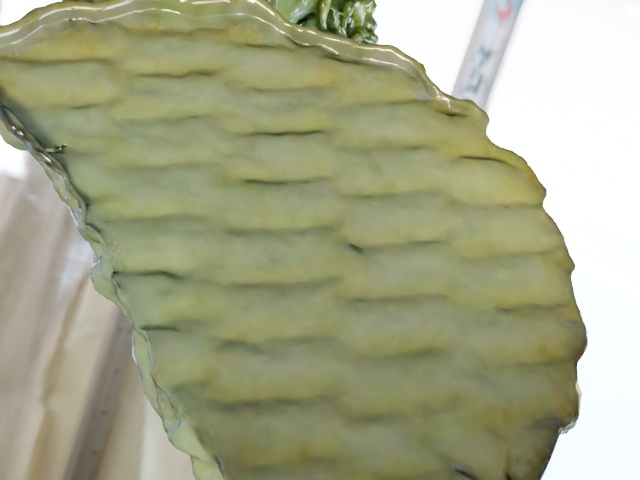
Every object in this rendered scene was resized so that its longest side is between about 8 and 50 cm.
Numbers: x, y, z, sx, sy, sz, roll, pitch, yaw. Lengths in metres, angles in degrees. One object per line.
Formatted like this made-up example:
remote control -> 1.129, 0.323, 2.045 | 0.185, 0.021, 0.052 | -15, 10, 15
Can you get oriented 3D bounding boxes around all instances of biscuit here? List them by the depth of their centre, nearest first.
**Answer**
biscuit -> 0.000, 0.000, 0.522 | 0.187, 0.036, 0.273 | -20, -120, -25

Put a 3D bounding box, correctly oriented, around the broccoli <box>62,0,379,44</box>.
broccoli -> -0.053, -0.152, 0.884 | 0.242, 0.180, 0.273 | 45, -169, -33
